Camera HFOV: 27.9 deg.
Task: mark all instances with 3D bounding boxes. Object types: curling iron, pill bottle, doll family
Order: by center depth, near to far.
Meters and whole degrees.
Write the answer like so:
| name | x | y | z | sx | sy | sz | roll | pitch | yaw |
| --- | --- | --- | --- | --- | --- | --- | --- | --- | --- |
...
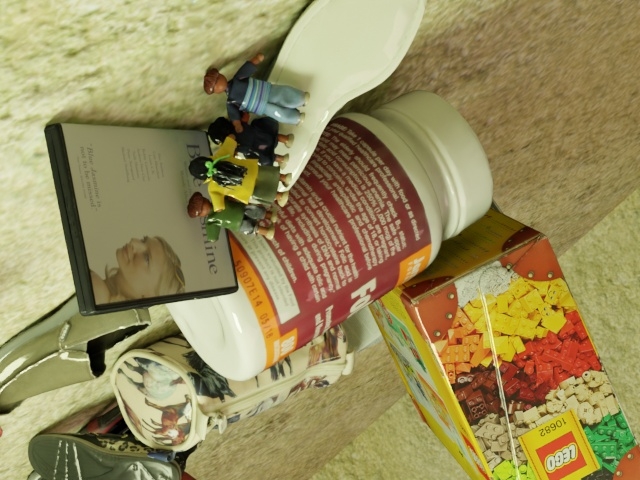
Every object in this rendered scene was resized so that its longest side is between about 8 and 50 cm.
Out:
| name | x | y | z | sx | sy | sz | roll | pitch | yaw |
| --- | --- | --- | --- | --- | --- | --- | --- | --- | --- |
| doll family | -0.082 | -0.094 | 1.317 | 0.111 | 0.193 | 0.076 | 15 | 165 | -14 |
| pill bottle | 0.004 | -0.017 | 1.566 | 0.392 | 0.224 | 0.224 | -31 | 162 | -23 |
| curling iron | -0.348 | 0.301 | 2.016 | 0.274 | 0.035 | 0.068 | -39 | 164 | 2 |

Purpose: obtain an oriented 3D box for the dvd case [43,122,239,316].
| name | x | y | z | sx | sy | sz | roll | pitch | yaw |
| --- | --- | --- | --- | --- | --- | --- | --- | --- | --- |
| dvd case | -0.170 | -0.025 | 1.282 | 0.022 | 0.180 | 0.253 | -14 | 176 | 28 |

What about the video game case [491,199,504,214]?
| name | x | y | z | sx | sy | sz | roll | pitch | yaw |
| --- | --- | --- | --- | --- | --- | --- | --- | --- | --- |
| video game case | 0.242 | -0.036 | 1.934 | 0.026 | 0.274 | 0.196 | -31 | 163 | -4 |

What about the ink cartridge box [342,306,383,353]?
| name | x | y | z | sx | sy | sz | roll | pitch | yaw |
| --- | --- | --- | --- | --- | --- | --- | --- | --- | --- |
| ink cartridge box | 0.039 | 0.126 | 2.170 | 0.179 | 0.145 | 0.045 | -37 | 163 | -2 |

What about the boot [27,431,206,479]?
| name | x | y | z | sx | sy | sz | roll | pitch | yaw |
| --- | --- | --- | --- | --- | --- | --- | --- | --- | --- |
| boot | -0.300 | 0.312 | 1.939 | 0.178 | 0.236 | 0.085 | -49 | 145 | -70 |

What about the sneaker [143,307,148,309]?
| name | x | y | z | sx | sy | sz | roll | pitch | yaw |
| --- | --- | --- | --- | --- | --- | --- | --- | --- | --- |
| sneaker | -0.216 | 0.035 | 1.425 | 0.079 | 0.121 | 0.217 | -35 | 163 | -9 |

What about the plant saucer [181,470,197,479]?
| name | x | y | z | sx | sy | sz | roll | pitch | yaw |
| --- | --- | --- | --- | --- | --- | --- | --- | --- | --- |
| plant saucer | -0.365 | 0.420 | 2.093 | 0.258 | 0.048 | 0.259 | 7 | 150 | -35 |

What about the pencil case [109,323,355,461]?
| name | x | y | z | sx | sy | sz | roll | pitch | yaw |
| --- | --- | --- | --- | --- | --- | --- | --- | --- | --- |
| pencil case | -0.119 | 0.200 | 1.963 | 0.410 | 0.183 | 0.160 | -17 | 136 | -52 |

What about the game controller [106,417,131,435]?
| name | x | y | z | sx | sy | sz | roll | pitch | yaw |
| --- | --- | --- | --- | --- | --- | --- | --- | --- | --- |
| game controller | -0.264 | 0.295 | 2.124 | 0.319 | 0.067 | 0.166 | -37 | 164 | -7 |

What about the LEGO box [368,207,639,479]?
| name | x | y | z | sx | sy | sz | roll | pitch | yaw |
| --- | --- | --- | --- | --- | --- | --- | --- | --- | --- |
| LEGO box | 0.222 | 0.147 | 1.827 | 0.193 | 0.372 | 0.500 | -27 | -165 | -5 |

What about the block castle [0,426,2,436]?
| name | x | y | z | sx | sy | sz | roll | pitch | yaw |
| --- | --- | --- | --- | --- | --- | --- | --- | --- | --- |
| block castle | -0.552 | 0.282 | 1.218 | 0.453 | 0.213 | 0.303 | -19 | 155 | -50 |

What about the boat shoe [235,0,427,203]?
| name | x | y | z | sx | sy | sz | roll | pitch | yaw |
| --- | --- | --- | --- | --- | --- | --- | --- | --- | --- |
| boat shoe | -0.005 | -0.186 | 1.384 | 0.319 | 0.116 | 0.099 | -53 | -157 | 22 |

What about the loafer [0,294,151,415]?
| name | x | y | z | sx | sy | sz | roll | pitch | yaw |
| --- | --- | --- | --- | --- | --- | --- | --- | --- | --- |
| loafer | -0.309 | 0.138 | 1.562 | 0.251 | 0.087 | 0.094 | -39 | 164 | 3 |
